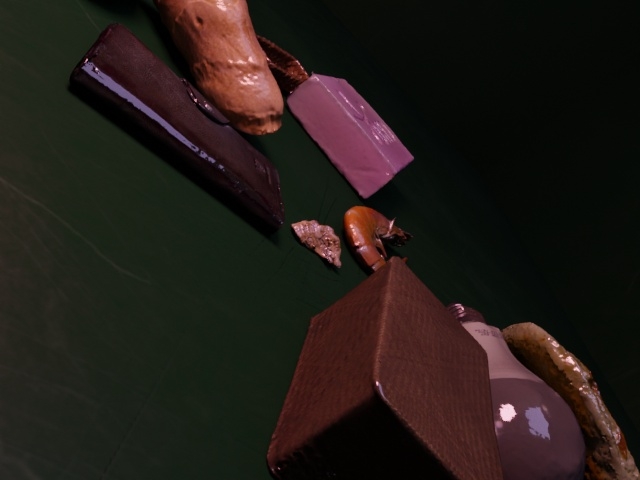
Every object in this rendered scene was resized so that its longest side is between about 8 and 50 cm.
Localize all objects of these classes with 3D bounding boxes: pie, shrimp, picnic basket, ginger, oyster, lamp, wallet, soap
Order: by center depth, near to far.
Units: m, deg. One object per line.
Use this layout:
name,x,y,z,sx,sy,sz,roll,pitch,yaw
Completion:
lamp,0.242,0.216,0.756,0.182,0.182,0.314,44,35,-17
wallet,-0.166,-0.147,0.761,0.318,0.045,0.172,40,25,-29
pie,0.330,0.262,0.822,0.323,0.070,0.323,166,-90,-76
oyster,0.000,0.000,0.861,0.083,0.038,0.081,17,41,-57
ginger,-0.163,-0.316,0.906,0.126,0.190,0.354,-24,84,-39
shrimp,0.117,0.003,1.064,0.248,0.068,0.150,-8,74,-60
picnic basket,-0.096,-0.384,1.270,0.193,0.054,0.110,8,48,-61
soap,0.076,-0.249,1.331,0.285,0.107,0.296,48,20,-1

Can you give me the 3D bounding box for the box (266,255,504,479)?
box,0.078,0.167,0.605,0.184,0.143,0.273,47,23,-11
